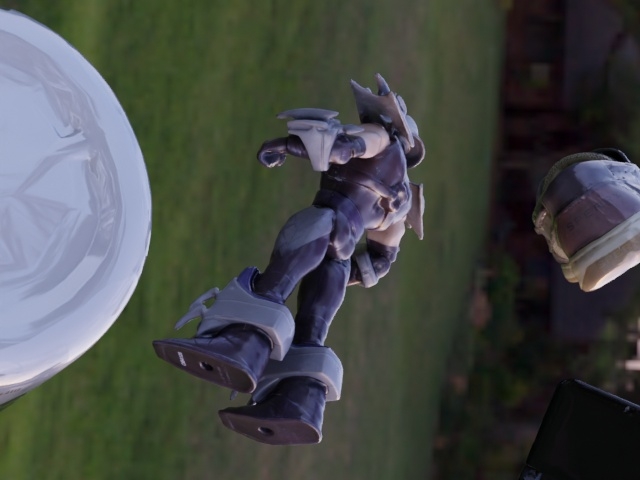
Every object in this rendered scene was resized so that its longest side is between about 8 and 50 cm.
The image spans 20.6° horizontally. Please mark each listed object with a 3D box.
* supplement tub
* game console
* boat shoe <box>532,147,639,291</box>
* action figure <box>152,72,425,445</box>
[{"bbox_3d":[-0.244,0.016,0.981,0.338,0.207,0.207,-33,-131,58],"label":"supplement tub"},{"bbox_3d":[0.192,0.156,1.123,0.071,0.122,0.107,-62,167,-21],"label":"game console"},{"bbox_3d":[0.209,-0.024,1.321,0.092,0.103,0.285,60,10,2],"label":"boat shoe"},{"bbox_3d":[0.000,0.000,1.255,0.285,0.099,0.185,-60,141,-32],"label":"action figure"}]
